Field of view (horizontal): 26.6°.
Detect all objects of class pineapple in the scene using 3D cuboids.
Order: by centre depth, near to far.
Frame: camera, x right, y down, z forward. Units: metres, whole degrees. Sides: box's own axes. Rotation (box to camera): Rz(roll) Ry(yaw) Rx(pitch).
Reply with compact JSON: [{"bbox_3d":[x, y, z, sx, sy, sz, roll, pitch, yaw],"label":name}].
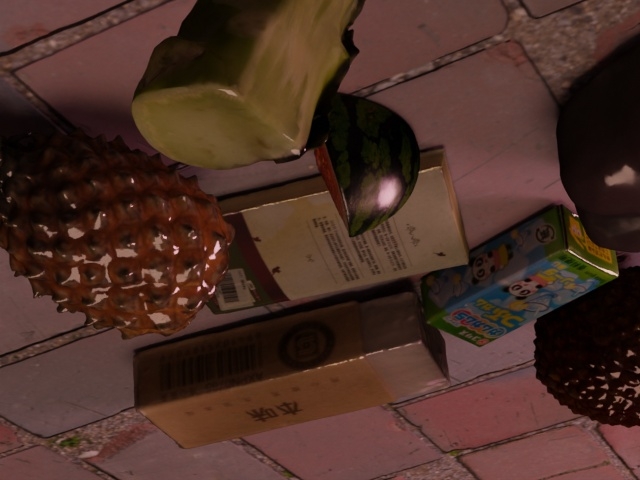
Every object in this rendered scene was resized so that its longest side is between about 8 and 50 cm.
[{"bbox_3d":[-0.250,-0.045,1.169,0.361,0.175,0.175,33,131,-25],"label":"pineapple"}]

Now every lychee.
[{"bbox_3d":[0.327,0.113,1.495,0.188,0.188,0.188,-5,147,-3],"label":"lychee"}]

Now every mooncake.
[{"bbox_3d":[0.339,-0.083,1.236,0.245,0.133,0.245,0,150,0],"label":"mooncake"}]

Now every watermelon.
[{"bbox_3d":[0.024,-0.084,1.240,0.094,0.125,0.135,-1,131,53],"label":"watermelon"}]

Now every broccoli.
[{"bbox_3d":[-0.030,-0.194,0.803,0.252,0.361,0.221,27,149,22],"label":"broccoli"}]

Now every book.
[{"bbox_3d":[0.000,0.000,1.381,0.290,0.026,0.201,-12,147,7],"label":"book"}]

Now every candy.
[{"bbox_3d":[0.212,0.041,1.454,0.194,0.062,0.097,-31,140,34],"label":"candy"}]

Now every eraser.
[{"bbox_3d":[-0.033,0.152,1.552,0.344,0.078,0.144,-14,148,14],"label":"eraser"}]
